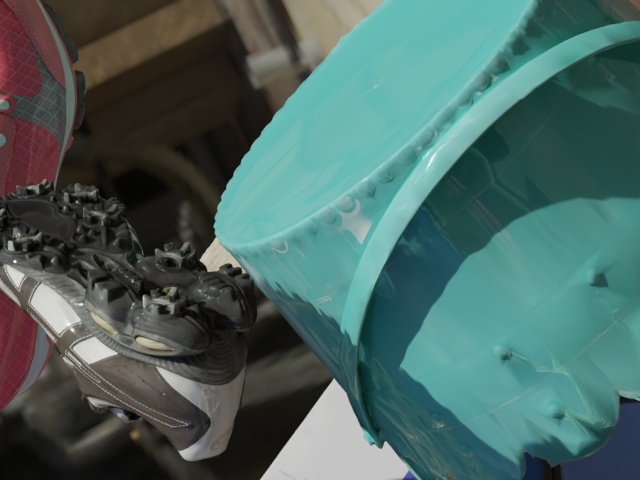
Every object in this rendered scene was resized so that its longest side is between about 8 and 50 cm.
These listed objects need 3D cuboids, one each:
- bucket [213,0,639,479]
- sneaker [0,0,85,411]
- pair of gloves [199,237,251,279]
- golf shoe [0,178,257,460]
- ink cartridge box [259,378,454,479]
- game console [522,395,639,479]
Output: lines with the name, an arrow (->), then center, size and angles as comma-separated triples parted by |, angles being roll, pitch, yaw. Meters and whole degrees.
bucket -> 0.090, -0.024, 0.926 | 0.183, 0.281, 0.281 | 44, 180, -18
sneaker -> -0.207, -0.019, 1.026 | 0.136, 0.116, 0.314 | -80, -7, -67
pair of gloves -> 0.000, 0.000, 1.812 | 0.240, 0.204, 0.042 | 7, 137, 24
golf shoe -> -0.105, 0.036, 0.789 | 0.198, 0.077, 0.094 | 30, 131, 47
ink cartridge box -> 0.028, 0.220, 1.270 | 0.165, 0.333, 0.065 | 27, 147, 19
game console -> 0.205, 0.195, 1.142 | 0.173, 0.250, 0.293 | 175, 91, -71
